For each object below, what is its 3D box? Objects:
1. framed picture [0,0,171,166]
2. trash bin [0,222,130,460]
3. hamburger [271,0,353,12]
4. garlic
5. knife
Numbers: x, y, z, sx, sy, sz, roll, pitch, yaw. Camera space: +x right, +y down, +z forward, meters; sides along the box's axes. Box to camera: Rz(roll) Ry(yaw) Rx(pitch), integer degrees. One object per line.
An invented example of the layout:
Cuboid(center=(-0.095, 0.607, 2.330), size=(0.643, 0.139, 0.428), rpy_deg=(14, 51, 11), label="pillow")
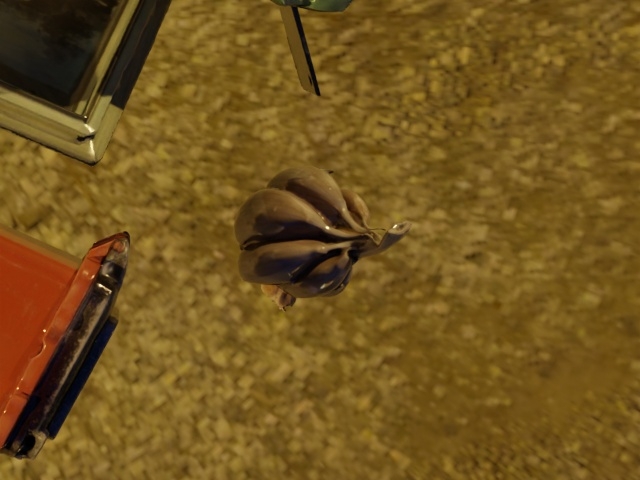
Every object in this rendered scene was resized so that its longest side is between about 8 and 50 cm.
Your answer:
Cuboid(center=(-0.203, -0.161, 0.713), size=(0.296, 0.232, 0.019), rpy_deg=(22, 129, -8), label="framed picture")
Cuboid(center=(-0.269, 0.030, 1.195), size=(0.239, 0.161, 0.184), rpy_deg=(30, 90, -7), label="trash bin")
Cuboid(center=(-0.022, -0.201, 0.684), size=(0.235, 0.125, 0.214), rpy_deg=(-37, 152, 6), label="hamburger")
Cuboid(center=(0.000, 0.000, 1.496), size=(0.127, 0.194, 0.131), rpy_deg=(46, 64, -29), label="garlic")
Cuboid(center=(-0.041, -0.223, 1.159), size=(0.019, 0.072, 0.245), rpy_deg=(-17, 104, -10), label="knife")
